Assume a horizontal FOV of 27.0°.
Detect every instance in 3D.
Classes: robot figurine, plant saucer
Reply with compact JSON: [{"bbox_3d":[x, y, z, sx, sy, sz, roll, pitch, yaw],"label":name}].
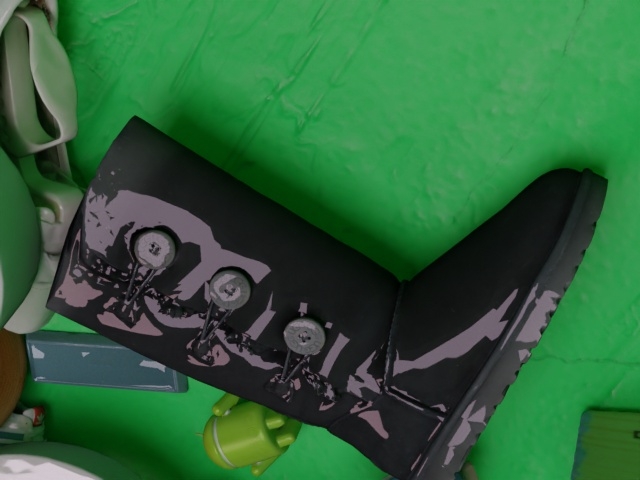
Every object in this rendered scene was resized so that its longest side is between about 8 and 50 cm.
[{"bbox_3d":[-0.079,0.211,1.458,0.115,0.067,0.101,-22,113,24],"label":"robot figurine"},{"bbox_3d":[-0.244,0.139,1.504,0.192,0.018,0.067,2,113,15],"label":"plant saucer"}]

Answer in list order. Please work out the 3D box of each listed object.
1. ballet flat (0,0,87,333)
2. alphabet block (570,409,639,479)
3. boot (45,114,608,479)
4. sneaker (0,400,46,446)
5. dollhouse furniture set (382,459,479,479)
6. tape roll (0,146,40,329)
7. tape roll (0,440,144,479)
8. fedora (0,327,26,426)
[{"bbox_3d":[-0.298,-0.081,1.352,0.139,0.139,0.400,1,110,16],"label":"ballet flat"},{"bbox_3d":[0.348,0.290,1.297,0.197,0.193,0.192,0,114,16],"label":"alphabet block"},{"bbox_3d":[-0.001,0.002,1.280,0.445,0.146,0.367,29,101,5],"label":"boot"},{"bbox_3d":[-0.340,0.232,1.536,0.075,0.057,0.161,-43,77,10],"label":"sneaker"},{"bbox_3d":[0.052,0.358,1.487,0.303,0.198,0.286,-30,127,-5],"label":"dollhouse furniture set"},{"bbox_3d":[-0.423,-0.001,1.298,0.286,0.100,0.286,5,119,10],"label":"tape roll"},{"bbox_3d":[-0.314,0.416,1.474,0.392,0.072,0.392,1,94,12],"label":"tape roll"},{"bbox_3d":[-0.428,0.142,1.506,0.194,0.194,0.079,51,155,-9],"label":"fedora"}]
